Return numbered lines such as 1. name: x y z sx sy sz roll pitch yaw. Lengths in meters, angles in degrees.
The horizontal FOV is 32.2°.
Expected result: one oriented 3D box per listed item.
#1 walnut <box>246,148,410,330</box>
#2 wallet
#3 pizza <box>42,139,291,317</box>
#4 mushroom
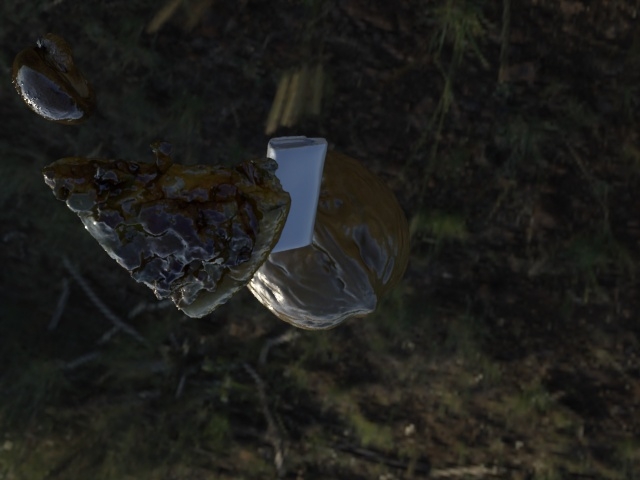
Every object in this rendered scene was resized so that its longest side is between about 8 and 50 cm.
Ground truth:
1. walnut: 0.000 0.000 1.245 0.213 0.213 0.213 11 145 7
2. wallet: -0.029 -0.045 1.078 0.061 0.025 0.122 -6 128 -21
3. pizza: -0.123 -0.013 0.848 0.194 0.069 0.154 20 128 -30
4. mushroom: -0.328 -0.197 1.392 0.087 0.127 0.127 -43 120 14
